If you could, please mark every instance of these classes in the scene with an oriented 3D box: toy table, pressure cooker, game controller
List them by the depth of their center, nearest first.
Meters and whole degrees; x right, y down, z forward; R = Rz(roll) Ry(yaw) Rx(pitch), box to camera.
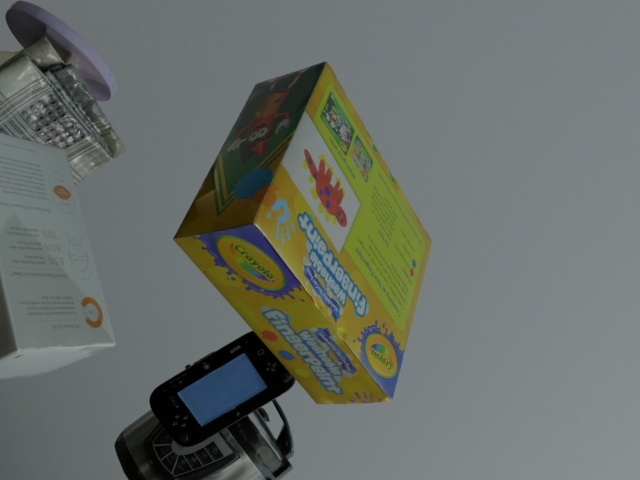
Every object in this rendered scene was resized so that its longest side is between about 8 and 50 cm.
[{"bbox_3d":[-0.560,-0.335,1.580,0.252,0.161,0.274,-1,-33,45],"label":"toy table"},{"bbox_3d":[-0.217,0.328,1.711,0.166,0.319,0.067,58,2,-23],"label":"game controller"},{"bbox_3d":[-0.296,0.552,2.086,0.370,0.420,0.375,61,-12,-26],"label":"pressure cooker"}]

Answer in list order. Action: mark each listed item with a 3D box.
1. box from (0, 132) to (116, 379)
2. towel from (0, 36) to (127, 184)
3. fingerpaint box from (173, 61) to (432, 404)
[{"bbox_3d":[-0.483,0.028,1.180,0.168,0.215,0.345,-23,-103,20],"label":"box"},{"bbox_3d":[-0.538,-0.168,1.387,0.056,0.324,0.312,46,-11,35],"label":"towel"},{"bbox_3d":[0.000,0.000,1.296,0.163,0.371,0.445,-9,-46,32],"label":"fingerpaint box"}]
